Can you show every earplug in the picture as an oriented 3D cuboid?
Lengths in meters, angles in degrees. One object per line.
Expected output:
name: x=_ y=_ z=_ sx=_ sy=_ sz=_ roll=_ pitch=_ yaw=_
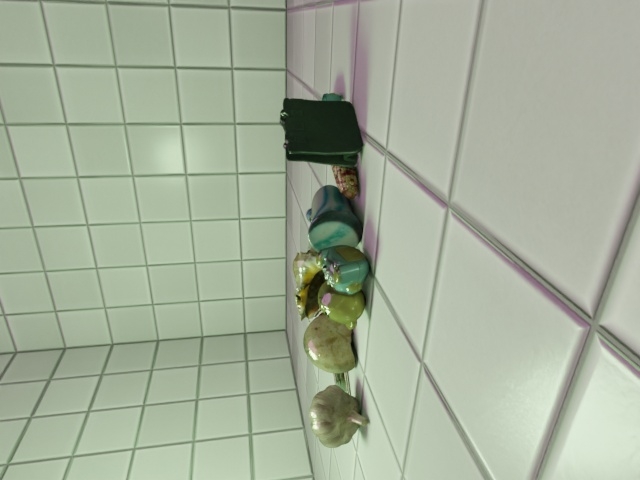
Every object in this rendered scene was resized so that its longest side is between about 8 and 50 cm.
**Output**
earplug: x=0.038 y=-0.109 z=1.638 sx=0.323 sy=0.185 sz=0.184 roll=-98 pitch=10 yaw=-56

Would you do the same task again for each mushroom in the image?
mushroom: x=0.025 y=0.409 z=1.766 sx=0.253 sy=0.189 sz=0.194 roll=-96 pitch=11 yaw=-47

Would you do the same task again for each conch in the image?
conch: x=-0.003 y=0.176 z=1.868 sx=0.263 sy=0.187 sz=0.323 roll=3 pitch=94 yaw=63

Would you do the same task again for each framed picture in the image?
framed picture: x=0.085 y=0.581 z=1.959 sx=0.274 sy=0.017 sz=0.216 roll=112 pitch=153 yaw=-66

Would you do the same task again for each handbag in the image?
handbag: x=-0.003 y=-0.362 z=1.498 sx=0.079 sy=0.261 sz=0.247 roll=106 pitch=161 yaw=-56

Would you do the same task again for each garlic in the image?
garlic: x=0.081 y=0.636 z=1.625 sx=0.212 sy=0.219 sz=0.218 roll=-21 pitch=70 yaw=49

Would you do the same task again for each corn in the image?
corn: x=0.078 y=-0.259 z=1.575 sx=0.086 sy=0.086 sz=0.253 roll=105 pitch=158 yaw=-60

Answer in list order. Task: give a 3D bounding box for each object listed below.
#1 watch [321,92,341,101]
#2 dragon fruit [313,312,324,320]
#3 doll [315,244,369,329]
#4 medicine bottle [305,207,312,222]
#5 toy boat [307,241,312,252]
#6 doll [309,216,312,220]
watch: x=0.035 y=-0.479 z=1.764 sx=0.237 sy=0.068 sz=0.194 roll=-116 pitch=32 yaw=-69
dragon fruit: x=0.015 y=0.393 z=1.976 sx=0.136 sy=0.133 sz=0.165 roll=-104 pitch=12 yaw=-75
doll: x=0.074 y=0.156 z=1.497 sx=0.177 sy=0.162 sz=0.260 roll=39 pitch=133 yaw=47
medicine bottle: x=-0.027 y=-0.119 z=2.201 sx=0.203 sy=0.084 sz=0.083 roll=-147 pitch=55 yaw=-78
toy boat: x=0.000 y=0.000 z=2.073 sx=0.295 sy=0.088 sz=0.129 roll=112 pitch=153 yaw=-50
doll: x=0.039 y=-0.021 z=1.900 sx=0.203 sy=0.091 sz=0.285 roll=-169 pitch=67 yaw=-71
